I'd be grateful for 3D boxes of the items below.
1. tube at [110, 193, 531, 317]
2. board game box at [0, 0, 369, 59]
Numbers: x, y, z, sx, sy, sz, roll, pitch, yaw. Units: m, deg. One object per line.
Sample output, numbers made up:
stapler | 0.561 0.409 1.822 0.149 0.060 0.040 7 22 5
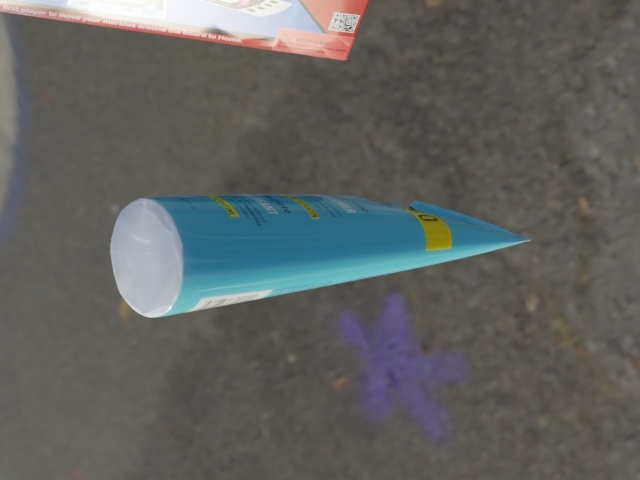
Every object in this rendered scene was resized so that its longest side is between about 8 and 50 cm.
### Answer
tube | 0.000 0.000 0.908 0.080 0.207 0.052 26 113 43
board game box | -0.103 -0.175 1.105 0.145 0.281 0.027 112 160 -51
